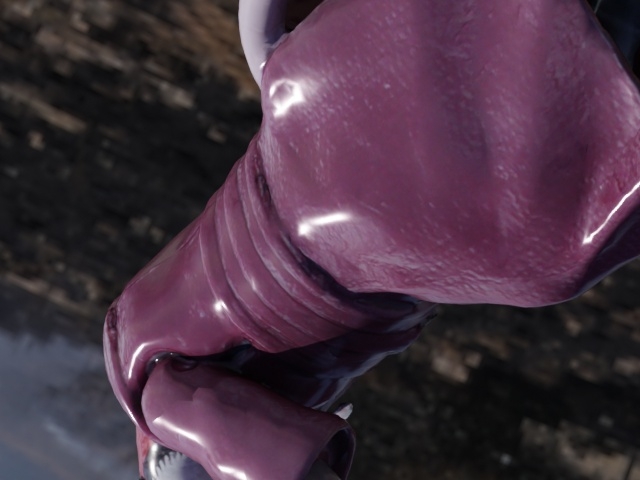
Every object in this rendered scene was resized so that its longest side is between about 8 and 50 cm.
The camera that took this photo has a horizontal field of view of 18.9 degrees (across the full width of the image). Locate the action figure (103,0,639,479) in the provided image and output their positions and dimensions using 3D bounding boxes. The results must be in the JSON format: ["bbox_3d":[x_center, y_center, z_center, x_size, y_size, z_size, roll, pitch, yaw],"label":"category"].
[{"bbox_3d":[0.000,0.000,0.748,0.276,0.248,0.370,33,120,-17],"label":"action figure"}]
